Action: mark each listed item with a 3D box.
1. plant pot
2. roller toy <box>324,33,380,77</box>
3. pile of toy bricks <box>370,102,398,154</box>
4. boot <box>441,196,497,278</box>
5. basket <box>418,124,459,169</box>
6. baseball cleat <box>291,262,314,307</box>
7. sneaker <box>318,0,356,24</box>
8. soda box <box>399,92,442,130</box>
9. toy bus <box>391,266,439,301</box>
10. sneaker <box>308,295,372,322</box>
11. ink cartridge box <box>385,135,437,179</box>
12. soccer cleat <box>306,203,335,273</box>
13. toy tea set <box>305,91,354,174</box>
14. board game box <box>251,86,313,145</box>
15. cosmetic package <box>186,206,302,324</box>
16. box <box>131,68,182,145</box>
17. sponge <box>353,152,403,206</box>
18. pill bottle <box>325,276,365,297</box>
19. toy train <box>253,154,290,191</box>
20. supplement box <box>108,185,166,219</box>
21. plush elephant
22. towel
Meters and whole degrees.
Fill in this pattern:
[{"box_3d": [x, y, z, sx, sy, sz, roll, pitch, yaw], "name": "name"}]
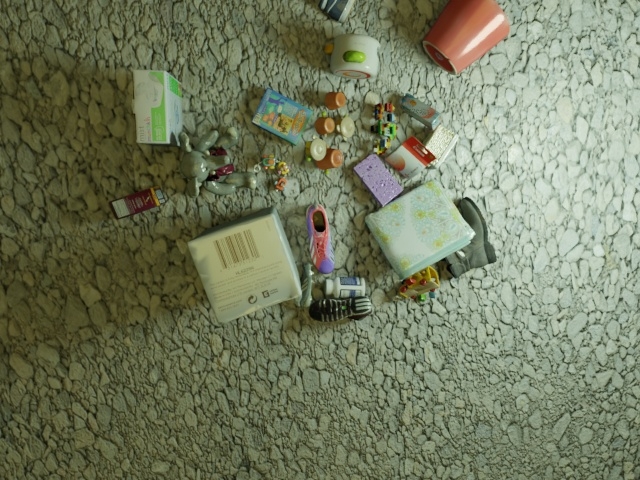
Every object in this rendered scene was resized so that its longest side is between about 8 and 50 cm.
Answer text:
[{"box_3d": [0.561, -0.821, 1.698, 0.275, 0.275, 0.243, 42, 104, -10], "name": "plant pot"}, {"box_3d": [0.136, -0.737, 1.698, 0.191, 0.209, 0.146, -1, 102, -40], "name": "roller toy"}, {"box_3d": [0.287, -0.474, 1.806, 0.105, 0.118, 0.212, 0, 90, -37], "name": "pile of toy bricks"}, {"box_3d": [0.629, -0.007, 1.901, 0.223, 0.118, 0.338, -22, 95, 5], "name": "boot"}, {"box_3d": [0.492, -0.400, 1.823, 0.103, 0.113, 0.167, 33, 94, -5], "name": "basket"}, {"box_3d": [-0.086, 0.202, 1.888, 0.110, 0.072, 0.205, 0, 98, -5], "name": "baseball cleat"}, {"box_3d": [0.092, -1.031, 1.691, 0.153, 0.099, 0.282, 24, 99, -10], "name": "sneaker"}, {"box_3d": [0.416, -0.537, 1.774, 0.183, 0.063, 0.058, 42, 93, 24], "name": "soda box"}, {"box_3d": [0.429, 0.187, 1.913, 0.202, 0.191, 0.104, 2, 56, -6], "name": "toy bus"}, {"box_3d": [0.100, 0.328, 1.905, 0.282, 0.162, 0.106, -7, 62, 16], "name": "sneaker"}, {"box_3d": [0.379, -0.342, 1.791, 0.145, 0.179, 0.045, 39, 66, -10], "name": "ink cartridge box"}, {"box_3d": [0.000, 0.000, 1.840, 0.109, 0.116, 0.318, -9, 100, -3], "name": "soccer cleat"}, {"box_3d": [0.027, -0.450, 1.776, 0.200, 0.124, 0.335, 31, 75, -42], "name": "toy tea set"}, {"box_3d": [-0.160, -0.515, 1.778, 0.210, 0.047, 0.160, 26, 95, -8], "name": "board game box"}, {"box_3d": [-0.282, 0.076, 1.686, 0.330, 0.393, 0.327, -19, 100, -1], "name": "cosmetic package"}, {"box_3d": [-0.626, -0.501, 1.647, 0.127, 0.231, 0.261, 1, 98, -5], "name": "box"}, {"box_3d": [0.248, -0.262, 1.836, 0.117, 0.031, 0.210, -37, 87, -7], "name": "sponge"}, {"box_3d": [0.107, 0.209, 1.894, 0.170, 0.094, 0.094, 3, 99, -5], "name": "pill bottle"}, {"box_3d": [-0.192, -0.287, 1.796, 0.166, 0.046, 0.125, 36, 87, -24], "name": "toy train"}, {"box_3d": [-0.752, -0.156, 1.755, 0.188, 0.104, 0.080, -19, 101, -1], "name": "supplement box"}, {"box_3d": [-0.443, -0.300, 1.682, 0.330, 0.255, 0.271, -14, 100, -3], "name": "plush elephant"}, {"box_3d": [0.428, -0.052, 1.839, 0.375, 0.090, 0.320, -30, 76, 0], "name": "towel"}]
